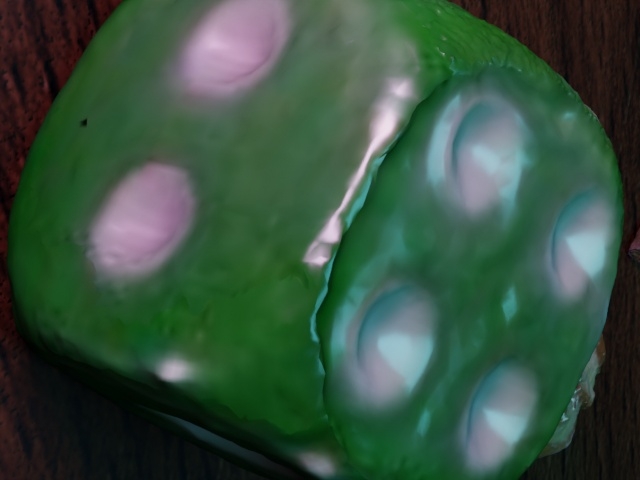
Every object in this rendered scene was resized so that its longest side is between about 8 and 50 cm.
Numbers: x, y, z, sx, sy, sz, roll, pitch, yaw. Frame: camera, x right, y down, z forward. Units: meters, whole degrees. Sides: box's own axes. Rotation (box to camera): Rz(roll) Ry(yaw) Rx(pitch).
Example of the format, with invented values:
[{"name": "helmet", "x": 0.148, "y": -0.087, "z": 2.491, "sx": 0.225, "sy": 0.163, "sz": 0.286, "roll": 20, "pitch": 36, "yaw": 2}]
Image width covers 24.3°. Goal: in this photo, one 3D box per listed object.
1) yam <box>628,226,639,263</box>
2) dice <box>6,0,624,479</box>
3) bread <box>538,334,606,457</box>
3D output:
[{"name": "yam", "x": 0.355, "y": -0.033, "z": 1.531, "sx": 0.027, "sy": 0.033, "sz": 0.129, "roll": 42, "pitch": 64, "yaw": -17}, {"name": "dice", "x": 0.000, "y": 0.000, "z": 0.956, "sx": 0.297, "sy": 0.287, "sz": 0.300, "roll": 38, "pitch": 75, "yaw": -44}, {"name": "bread", "x": 0.141, "y": 0.105, "z": 1.266, "sx": 0.244, "sy": 0.123, "sz": 0.190, "roll": 2, "pitch": 99, "yaw": -49}]
